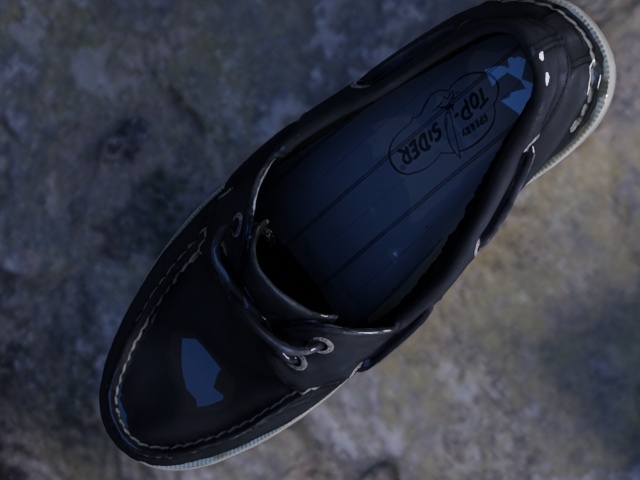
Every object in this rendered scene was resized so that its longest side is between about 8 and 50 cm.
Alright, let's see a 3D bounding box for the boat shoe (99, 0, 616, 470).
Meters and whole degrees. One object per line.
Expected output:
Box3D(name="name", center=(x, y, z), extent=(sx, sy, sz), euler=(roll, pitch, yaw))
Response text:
Box3D(name="boat shoe", center=(0.003, 0.003, 0.973), extent=(0.340, 0.113, 0.127), euler=(-36, 86, 15))
